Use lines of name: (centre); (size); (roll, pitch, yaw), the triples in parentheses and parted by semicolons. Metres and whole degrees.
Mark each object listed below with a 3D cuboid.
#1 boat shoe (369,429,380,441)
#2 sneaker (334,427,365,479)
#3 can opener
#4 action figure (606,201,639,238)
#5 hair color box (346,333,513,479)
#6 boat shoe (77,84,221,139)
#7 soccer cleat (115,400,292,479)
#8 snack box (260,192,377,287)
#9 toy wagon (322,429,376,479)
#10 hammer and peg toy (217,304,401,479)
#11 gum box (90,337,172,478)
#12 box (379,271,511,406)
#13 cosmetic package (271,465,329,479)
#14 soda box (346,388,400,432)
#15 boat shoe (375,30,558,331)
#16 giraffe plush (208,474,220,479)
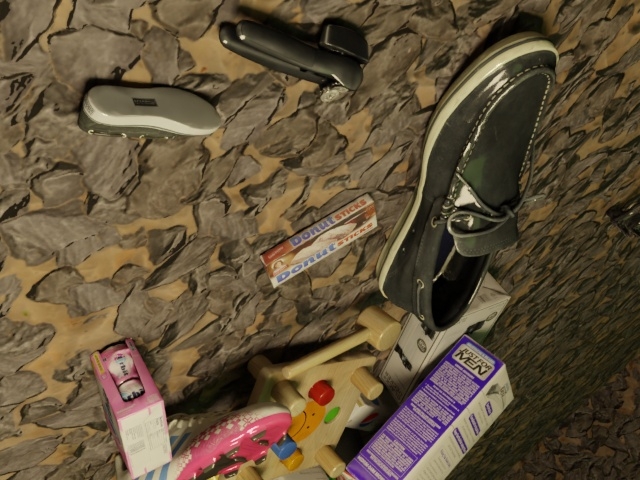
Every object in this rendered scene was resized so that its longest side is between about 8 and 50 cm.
boat shoe: (0.181, 0.481, 1.565); (0.123, 0.116, 0.324); (-27, 148, -17)
sneaker: (0.053, 0.471, 1.506); (0.090, 0.270, 0.145); (-48, -172, -34)
can opener: (-0.024, -0.188, 0.729); (0.186, 0.073, 0.059); (2, 170, -41)
action figure: (0.740, -0.112, 1.473); (0.164, 0.141, 0.276); (16, 123, -38)
hair color box: (0.217, 0.363, 1.360); (0.339, 0.110, 0.185); (-44, 144, -11)
boat shoe: (-0.163, -0.119, 0.684); (0.142, 0.049, 0.040); (0, 151, -42)
soccer cleat: (-0.194, 0.306, 1.079); (0.331, 0.143, 0.116); (-37, 148, 17)
snack box: (0.000, 0.000, 1.007); (0.178, 0.022, 0.064); (-31, 149, -11)
toy wagon: (0.052, 0.565, 1.728); (0.267, 0.068, 0.344); (-9, 138, -36)
hammer and peg toy: (-0.025, 0.260, 1.205); (0.266, 0.127, 0.361); (-1, 121, -43)
gum box: (-0.257, 0.229, 0.970); (0.062, 0.107, 0.188); (-21, 144, -24)
box: (0.242, 0.198, 1.430); (0.169, 0.087, 0.290); (-16, 141, -31)
cosmetic package: (-0.043, 0.597, 1.398); (0.197, 0.365, 0.155); (-48, 146, 17)
soda box: (0.096, 0.349, 1.491); (0.069, 0.074, 0.216); (-43, 147, 10)
boat shoe: (0.223, -0.059, 1.028); (0.187, 0.156, 0.500); (-12, 138, -32)
giraffe plush: (-0.156, 0.451, 1.287); (0.181, 0.170, 0.210); (-40, 148, 4)
